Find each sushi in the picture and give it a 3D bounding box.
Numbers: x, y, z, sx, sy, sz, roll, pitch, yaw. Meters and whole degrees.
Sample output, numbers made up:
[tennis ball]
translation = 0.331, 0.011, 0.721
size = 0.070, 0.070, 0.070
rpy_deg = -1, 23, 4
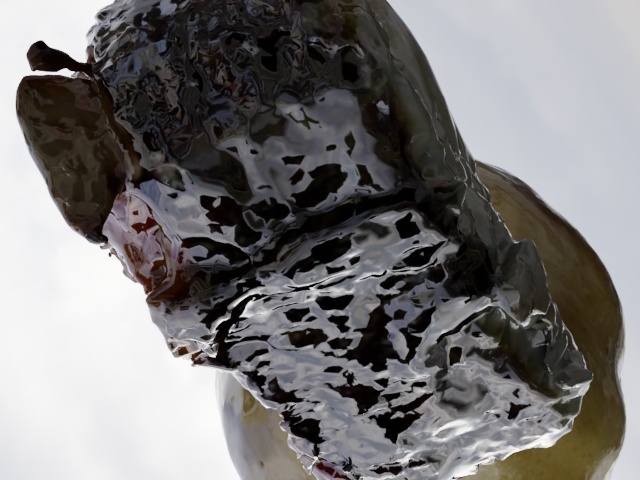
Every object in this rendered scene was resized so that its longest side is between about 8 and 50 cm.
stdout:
[sushi]
translation = 0.000, 0.000, 0.622
size = 0.343, 0.182, 0.196
rpy_deg = 51, -176, -38

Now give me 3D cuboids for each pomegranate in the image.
[pomegranate]
translation = 0.068, 0.101, 0.968
size = 0.332, 0.332, 0.332
rpy_deg = 51, -159, -28
